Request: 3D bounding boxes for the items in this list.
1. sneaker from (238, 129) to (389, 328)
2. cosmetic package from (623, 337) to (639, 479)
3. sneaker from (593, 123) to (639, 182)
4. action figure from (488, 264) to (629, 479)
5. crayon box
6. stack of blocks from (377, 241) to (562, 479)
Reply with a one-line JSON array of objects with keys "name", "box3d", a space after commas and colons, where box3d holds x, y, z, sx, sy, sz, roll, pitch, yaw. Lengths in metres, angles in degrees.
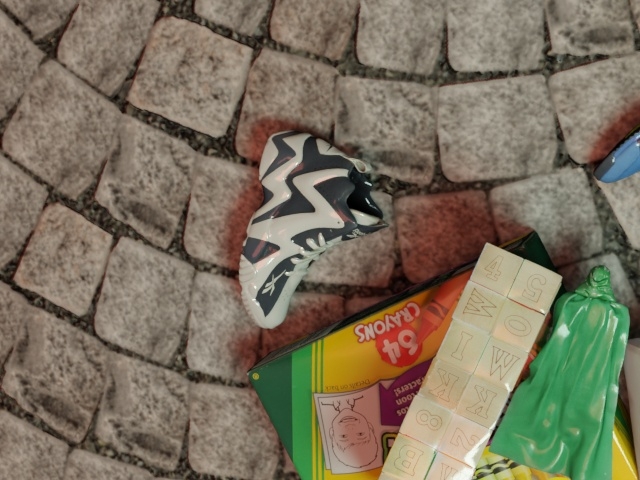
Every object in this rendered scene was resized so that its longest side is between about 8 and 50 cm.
[{"name": "sneaker", "box3d": [0.000, 0.000, 1.833, 0.153, 0.094, 0.235, 14, 95, 23]}, {"name": "cosmetic package", "box3d": [0.477, 0.313, 1.679, 0.230, 0.161, 0.453, -11, 99, -9]}, {"name": "sneaker", "box3d": [0.390, -0.112, 1.705, 0.209, 0.069, 0.082, -38, 93, 20]}, {"name": "action figure", "box3d": [0.273, 0.136, 1.692, 0.137, 0.063, 0.232, 16, 106, 10]}, {"name": "crayon box", "box3d": [0.149, 0.208, 1.825, 0.363, 0.106, 0.313, -26, 93, 19]}, {"name": "stack of blocks", "box3d": [0.152, 0.159, 1.666, 0.087, 0.171, 0.297, 25, 88, 8]}]
